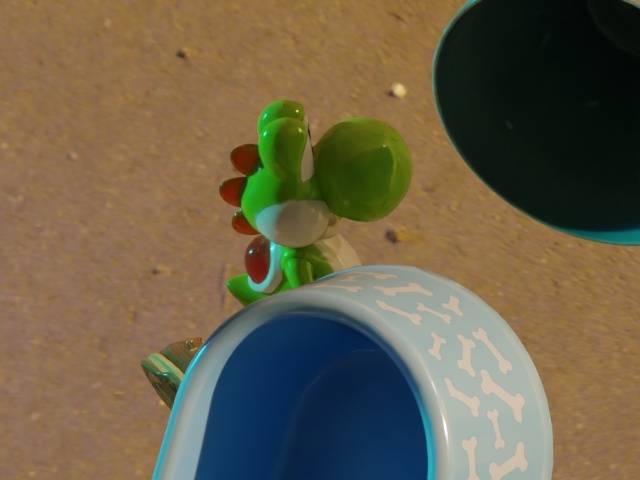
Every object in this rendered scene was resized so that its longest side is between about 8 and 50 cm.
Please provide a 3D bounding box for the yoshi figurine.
[{"bbox_3d":[0.026,0.005,1.573,0.203,0.362,0.203,-33,46,-25],"label":"yoshi figurine"}]

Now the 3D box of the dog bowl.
[{"bbox_3d":[-0.010,0.153,0.629,0.166,0.074,0.297,20,96,31],"label":"dog bowl"}]

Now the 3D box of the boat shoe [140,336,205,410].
[{"bbox_3d":[-0.077,0.114,1.110,0.060,0.064,0.178,-37,30,-18],"label":"boat shoe"}]

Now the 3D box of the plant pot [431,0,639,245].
[{"bbox_3d":[0.275,-0.166,1.320,0.290,0.290,0.195,19,51,22],"label":"plant pot"}]
